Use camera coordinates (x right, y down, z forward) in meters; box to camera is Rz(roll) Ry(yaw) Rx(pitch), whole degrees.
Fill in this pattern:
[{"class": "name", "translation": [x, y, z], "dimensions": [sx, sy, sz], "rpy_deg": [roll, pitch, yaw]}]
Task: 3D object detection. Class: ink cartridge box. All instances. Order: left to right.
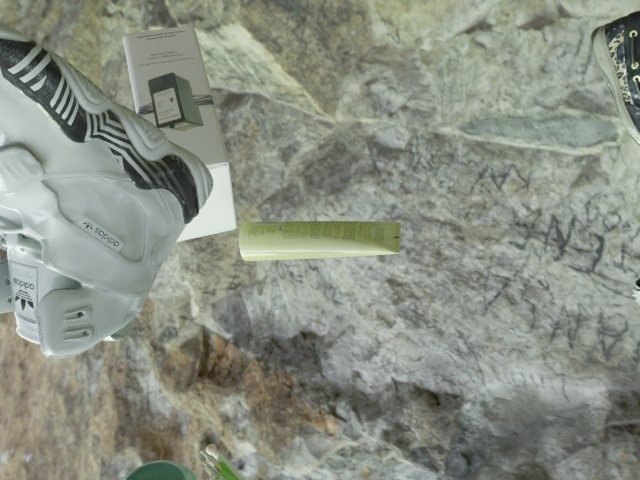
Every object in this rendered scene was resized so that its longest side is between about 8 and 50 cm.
[{"class": "ink cartridge box", "translation": [-0.219, -0.164, 0.840], "dimensions": [0.115, 0.198, 0.273], "rpy_deg": [-13, -114, -11]}]

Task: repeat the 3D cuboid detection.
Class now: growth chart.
[{"class": "growth chart", "translation": [-0.101, 0.365, 0.725], "dimensions": [0.021, 0.172, 0.237], "rpy_deg": [-44, -173, -14]}]

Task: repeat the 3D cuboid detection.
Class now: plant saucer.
[{"class": "plant saucer", "translation": [-0.219, 0.334, 0.692], "dimensions": [0.119, 0.119, 0.021], "rpy_deg": [39, -44, 45]}]

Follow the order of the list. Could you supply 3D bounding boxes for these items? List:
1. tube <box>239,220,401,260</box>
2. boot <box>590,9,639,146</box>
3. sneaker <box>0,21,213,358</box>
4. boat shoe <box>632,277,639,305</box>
[{"class": "tube", "translation": [0.000, 0.000, 0.795], "dimensions": [0.240, 0.062, 0.070], "rpy_deg": [-2, -110, 10]}, {"class": "boot", "translation": [0.527, -0.246, 0.769], "dimensions": [0.178, 0.085, 0.236], "rpy_deg": [-24, -84, 56]}, {"class": "sneaker", "translation": [-0.237, -0.027, 0.415], "dimensions": [0.137, 0.366, 0.210], "rpy_deg": [16, -98, 27]}, {"class": "boat shoe", "translation": [0.471, 0.070, 0.735], "dimensions": [0.063, 0.184, 0.066], "rpy_deg": [28, -117, 40]}]
